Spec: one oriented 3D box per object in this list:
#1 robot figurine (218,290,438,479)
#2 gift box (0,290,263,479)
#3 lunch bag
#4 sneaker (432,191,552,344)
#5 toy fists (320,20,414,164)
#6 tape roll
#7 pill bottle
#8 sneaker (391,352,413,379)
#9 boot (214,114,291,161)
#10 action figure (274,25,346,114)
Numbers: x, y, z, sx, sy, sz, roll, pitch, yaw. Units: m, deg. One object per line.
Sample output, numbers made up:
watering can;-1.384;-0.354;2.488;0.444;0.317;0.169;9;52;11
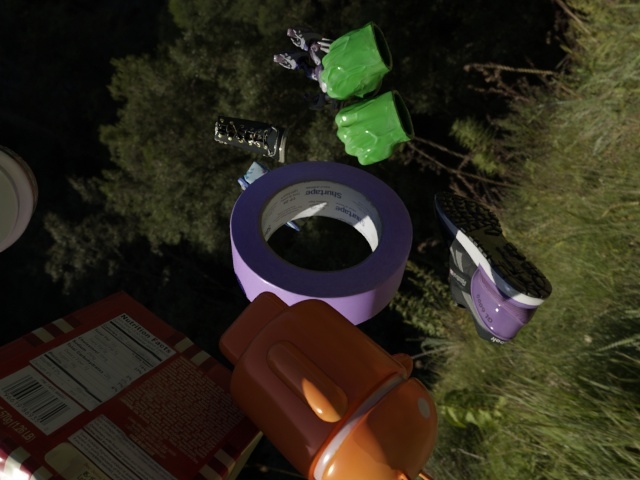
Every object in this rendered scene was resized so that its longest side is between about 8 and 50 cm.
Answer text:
robot figurine;0.010;0.138;0.493;0.219;0.128;0.158;38;133;27
gift box;-0.238;0.236;0.524;0.276;0.255;0.258;-25;-33;-61
lunch bag;-0.113;-0.115;1.510;0.090;0.176;0.219;-51;-17;-1
sneaker;0.222;0.035;0.852;0.283;0.107;0.124;-107;32;-53
toy fists;0.089;-0.291;1.132;0.142;0.096;0.279;-20;80;29
tape roll;0.000;0.000;0.874;0.090;0.275;0.274;94;180;-51
pill bottle;-0.486;-0.060;0.780;0.283;0.161;0.161;19;84;63
sneaker;0.077;0.236;0.794;0.175;0.064;0.067;-49;29;-9
boot;-0.168;-0.252;1.368;0.236;0.179;0.085;-127;49;-74
action figure;-0.006;-0.427;1.396;0.285;0.099;0.185;53;136;38
